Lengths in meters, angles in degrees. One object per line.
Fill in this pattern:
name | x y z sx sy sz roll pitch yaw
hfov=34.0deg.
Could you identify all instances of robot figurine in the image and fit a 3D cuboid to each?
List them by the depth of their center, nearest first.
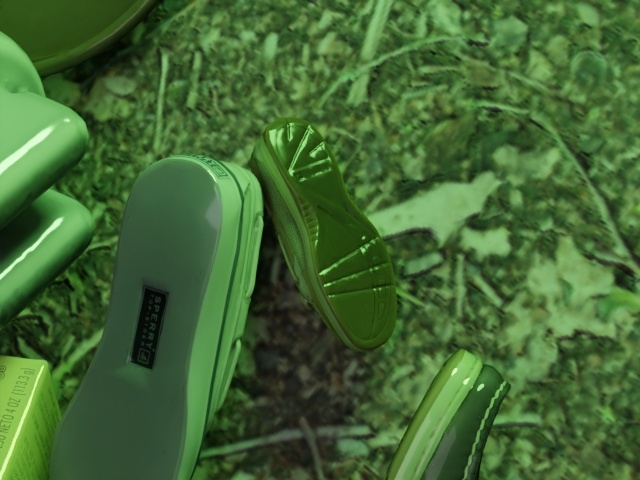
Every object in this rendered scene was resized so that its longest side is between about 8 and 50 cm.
robot figurine | -0.314 -0.068 0.646 0.353 0.200 0.300 23 130 15

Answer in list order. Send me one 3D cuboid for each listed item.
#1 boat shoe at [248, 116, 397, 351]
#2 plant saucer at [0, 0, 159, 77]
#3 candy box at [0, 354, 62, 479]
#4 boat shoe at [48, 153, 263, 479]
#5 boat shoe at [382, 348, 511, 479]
boat shoe | -0.002 0.000 0.644 0.056 0.048 0.153 -19 77 -34
plant saucer | -0.202 -0.242 0.738 0.277 0.041 0.278 -2 82 16
candy box | -0.273 0.202 0.563 0.182 0.088 0.316 5 47 4
boat shoe | -0.087 0.076 0.633 0.095 0.084 0.258 25 102 24
boat shoe | 0.057 0.203 0.569 0.092 0.103 0.285 20 91 13
